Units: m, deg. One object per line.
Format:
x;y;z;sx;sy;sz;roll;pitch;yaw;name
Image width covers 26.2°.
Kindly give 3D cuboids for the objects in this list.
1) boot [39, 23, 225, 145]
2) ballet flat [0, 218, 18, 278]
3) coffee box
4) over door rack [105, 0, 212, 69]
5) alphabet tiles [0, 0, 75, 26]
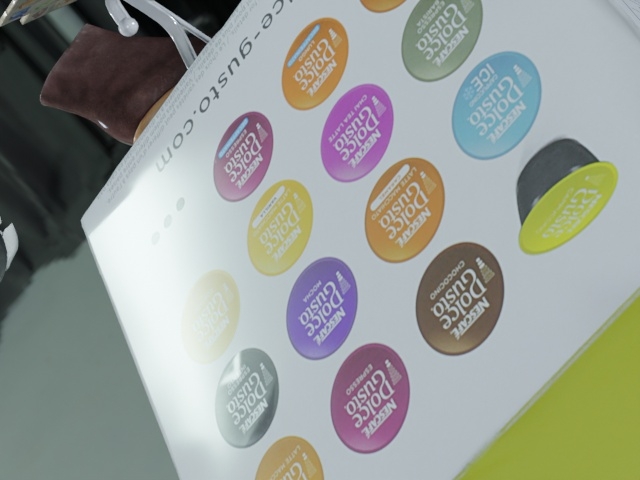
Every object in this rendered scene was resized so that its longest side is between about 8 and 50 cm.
-0.181;-0.218;1.586;0.206;0.090;0.248;23;64;13;boot
-0.445;-0.017;1.785;0.095;0.096;0.280;-41;55;26;ballet flat
0.128;0.019;0.779;0.338;0.338;0.334;-50;45;24;coffee box
-0.009;-0.224;1.335;0.239;0.324;0.108;-35;56;28;over door rack
-0.265;-0.310;1.570;0.198;0.009;0.237;-31;3;-27;alphabet tiles
